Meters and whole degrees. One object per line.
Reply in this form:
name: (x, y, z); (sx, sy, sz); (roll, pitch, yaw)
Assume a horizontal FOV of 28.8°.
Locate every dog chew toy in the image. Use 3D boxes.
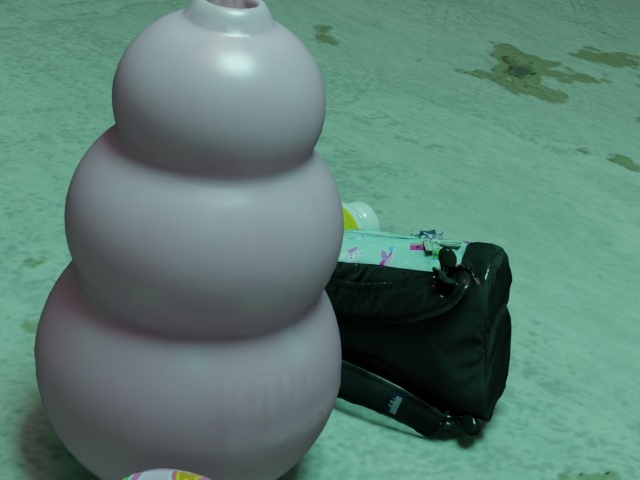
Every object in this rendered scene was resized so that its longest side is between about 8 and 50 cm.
dog chew toy: (-0.075, 0.005, 0.803); (0.206, 0.332, 0.207); (8, 27, -4)

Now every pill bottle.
pill bottle: (0.000, 0.000, 1.131); (0.065, 0.065, 0.116); (28, 33, 33)

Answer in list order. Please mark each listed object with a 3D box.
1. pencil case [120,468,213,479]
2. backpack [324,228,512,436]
pencil case: (-0.117, 0.229, 0.592); (0.124, 0.124, 0.284); (16, 29, 13)
backpack: (0.056, 0.059, 0.972); (0.181, 0.152, 0.115); (8, 19, 25)
